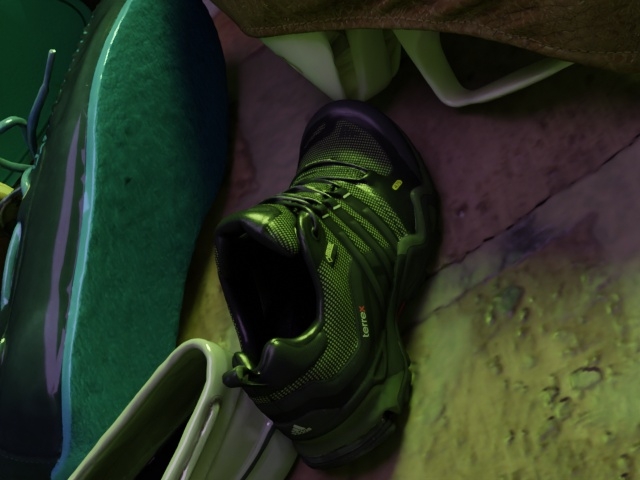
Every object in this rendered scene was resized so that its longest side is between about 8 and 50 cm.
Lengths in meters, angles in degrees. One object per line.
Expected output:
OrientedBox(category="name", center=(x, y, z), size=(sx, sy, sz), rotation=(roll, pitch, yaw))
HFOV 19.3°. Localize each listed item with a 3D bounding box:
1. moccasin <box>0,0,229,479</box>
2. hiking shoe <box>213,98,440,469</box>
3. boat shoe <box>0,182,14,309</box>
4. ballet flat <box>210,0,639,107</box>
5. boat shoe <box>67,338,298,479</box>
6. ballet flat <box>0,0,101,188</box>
OrientedBox(category="moccasin", center=(-0.146, -0.014, 1.109), size=(0.117, 0.138, 0.342), rotation=(-14, 49, 35))
OrientedBox(category="hiking shoe", center=(0.000, 0.000, 0.987), size=(0.086, 0.114, 0.227), rotation=(-20, 47, 27))
OrientedBox(category="boat shoe", center=(-0.326, 0.053, 1.221), size=(0.341, 0.121, 0.110), rotation=(-36, 42, 14))
OrientedBox(category="ballet flat", center=(0.049, -0.135, 1.054), size=(0.342, 0.124, 0.116), rotation=(6, 32, 39))
OrientedBox(category="boat shoe", center=(-0.120, 0.167, 0.973), size=(0.267, 0.088, 0.096), rotation=(-48, 40, -2))
OrientedBox(category="ballet flat", center=(-0.202, -0.198, 1.268), size=(0.147, 0.147, 0.409), rotation=(35, 100, 50))
